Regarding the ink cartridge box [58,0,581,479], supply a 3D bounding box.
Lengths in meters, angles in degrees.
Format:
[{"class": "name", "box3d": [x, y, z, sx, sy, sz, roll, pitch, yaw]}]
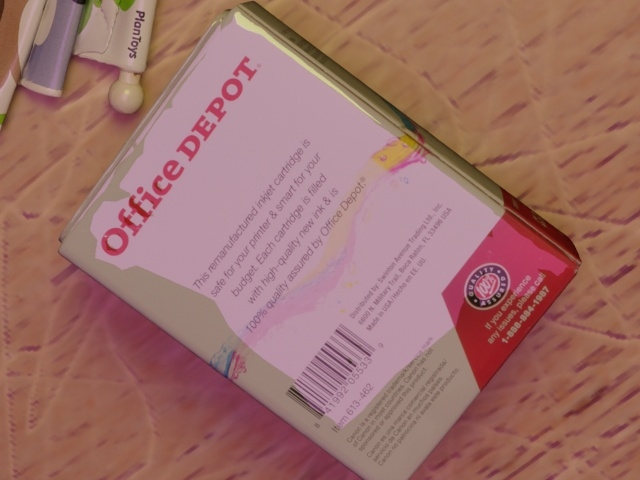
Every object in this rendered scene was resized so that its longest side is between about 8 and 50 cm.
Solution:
[{"class": "ink cartridge box", "box3d": [0.000, 0.000, 0.647, 0.175, 0.072, 0.127, 37, 101, -3]}]

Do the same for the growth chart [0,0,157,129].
[{"class": "growth chart", "box3d": [-0.175, -0.127, 0.663, 0.237, 0.021, 0.172, 7, 102, 3]}]
